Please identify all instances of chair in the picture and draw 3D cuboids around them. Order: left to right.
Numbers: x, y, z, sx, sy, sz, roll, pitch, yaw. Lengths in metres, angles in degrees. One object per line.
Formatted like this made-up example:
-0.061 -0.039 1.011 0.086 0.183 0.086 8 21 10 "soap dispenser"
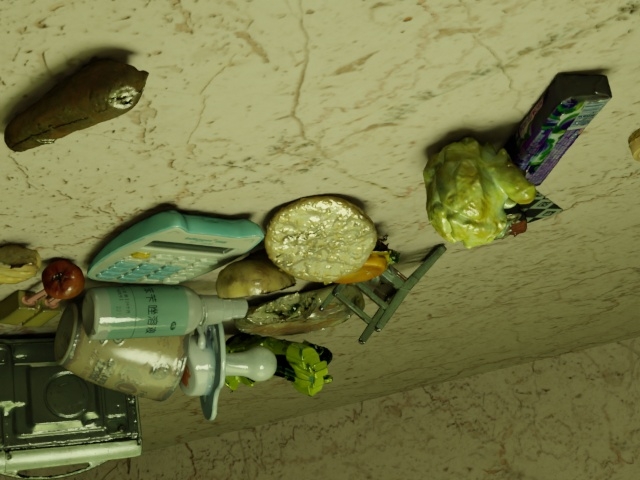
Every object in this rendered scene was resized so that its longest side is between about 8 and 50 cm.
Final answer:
0.137 0.083 2.057 0.270 0.147 0.136 -49 178 -24 "chair"

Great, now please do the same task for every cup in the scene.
-0.467 0.220 2.070 0.257 0.227 0.301 18 177 -28 "cup"

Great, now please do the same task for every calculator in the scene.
-0.296 0.026 1.779 0.256 0.054 0.386 6 156 -37 "calculator"

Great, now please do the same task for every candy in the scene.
0.379 -0.178 1.526 0.088 0.061 0.312 -5 159 -12 "candy"

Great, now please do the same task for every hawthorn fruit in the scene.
-0.501 0.080 1.794 0.081 0.081 0.093 -9 167 -1 "hawthorn fruit"

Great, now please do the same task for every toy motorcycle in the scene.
-0.141 0.313 2.357 0.342 0.206 0.142 5 128 31 "toy motorcycle"

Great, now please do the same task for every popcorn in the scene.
0.270 -0.080 1.540 0.212 0.198 0.198 -18 159 33 "popcorn"

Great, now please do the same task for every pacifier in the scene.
-0.221 0.290 2.213 0.233 0.244 0.299 5 135 -16 "pacifier"

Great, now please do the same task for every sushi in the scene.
0.382 -0.033 1.934 0.219 0.047 0.231 -21 157 28 "sushi"

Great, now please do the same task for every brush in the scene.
-0.583 0.123 1.920 0.103 0.047 0.233 10 151 -43 "brush"

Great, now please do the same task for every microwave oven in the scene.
-0.658 0.404 2.225 0.394 0.333 0.247 0 161 -27 "microwave oven"

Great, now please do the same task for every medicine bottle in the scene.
-0.322 0.151 1.950 0.352 0.110 0.110 0 158 -30 "medicine bottle"

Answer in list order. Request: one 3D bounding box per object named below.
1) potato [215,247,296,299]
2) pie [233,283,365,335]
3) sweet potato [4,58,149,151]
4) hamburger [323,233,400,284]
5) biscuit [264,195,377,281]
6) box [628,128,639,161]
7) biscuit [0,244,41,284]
-0.128 0.064 1.830 0.164 0.081 0.200 -7 -173 17 "potato"
-0.050 0.179 2.277 0.337 0.075 0.337 -10 165 -3 "pie"
-0.340 -0.169 1.211 0.273 0.075 0.075 -20 158 31 "sweet potato"
0.069 0.028 1.890 0.189 0.093 0.164 -2 158 -14 "hamburger"
0.000 0.001 1.752 0.220 0.033 0.220 -3 131 -3 "biscuit"
0.616 -0.180 1.662 0.105 0.037 0.105 -8 159 -3 "box"
-0.604 0.044 1.678 0.183 0.061 0.118 -5 161 -5 "biscuit"
